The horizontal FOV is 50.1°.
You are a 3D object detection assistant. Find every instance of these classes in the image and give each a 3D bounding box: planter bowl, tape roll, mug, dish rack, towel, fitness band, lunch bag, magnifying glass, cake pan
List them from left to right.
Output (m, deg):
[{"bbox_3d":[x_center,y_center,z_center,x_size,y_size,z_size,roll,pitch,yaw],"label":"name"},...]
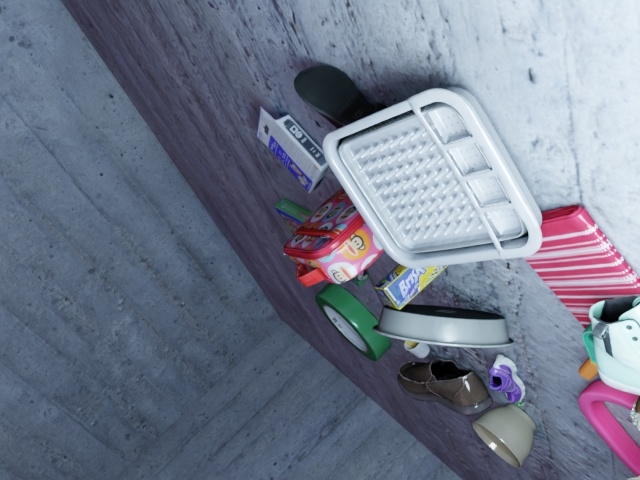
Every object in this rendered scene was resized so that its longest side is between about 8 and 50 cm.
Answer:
[{"bbox_3d":[0.040,-0.002,1.506,0.120,0.258,0.293,49,165,-15],"label":"lunch bag"},{"bbox_3d":[0.116,0.295,2.480,0.321,0.077,0.321,44,165,15],"label":"tape roll"},{"bbox_3d":[0.296,0.314,2.054,0.062,0.078,0.064,-20,126,40],"label":"mug"},{"bbox_3d":[0.174,-0.094,1.072,0.333,0.072,0.285,-12,117,54],"label":"dish rack"},{"bbox_3d":[0.256,0.174,1.430,0.293,0.054,0.293,5,180,0],"label":"cake pan"},{"bbox_3d":[0.500,0.503,1.813,0.162,0.109,0.162,45,167,14],"label":"planter bowl"},{"bbox_3d":[0.411,0.061,1.034,0.275,0.031,0.199,48,164,-8],"label":"towel"},{"bbox_3d":[0.464,0.192,1.131,0.092,0.026,0.231,32,165,20],"label":"magnifying glass"},{"bbox_3d":[0.605,0.383,1.281,0.291,0.054,0.209,51,166,-7],"label":"fitness band"}]

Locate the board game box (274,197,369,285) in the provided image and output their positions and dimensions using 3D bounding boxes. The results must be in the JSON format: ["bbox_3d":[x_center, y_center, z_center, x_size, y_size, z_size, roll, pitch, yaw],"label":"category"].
[{"bbox_3d":[0.000,0.000,2.087,0.317,0.046,0.213,30,158,52],"label":"board game box"}]

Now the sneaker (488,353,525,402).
[{"bbox_3d":[0.435,0.339,1.640,0.068,0.071,0.170,32,160,49],"label":"sneaker"}]

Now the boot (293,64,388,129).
[{"bbox_3d":[0.061,-0.187,1.288,0.263,0.091,0.229,40,164,21],"label":"boot"}]

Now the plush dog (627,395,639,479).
[{"bbox_3d":[0.588,0.364,1.017,0.210,0.262,0.225,15,178,-5],"label":"plush dog"}]

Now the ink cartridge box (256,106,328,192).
[{"bbox_3d":[-0.069,-0.226,1.669,0.208,0.045,0.206,46,166,2],"label":"ink cartridge box"}]

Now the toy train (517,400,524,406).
[{"bbox_3d":[0.485,0.387,1.736,0.083,0.017,0.024,45,156,10],"label":"toy train"}]

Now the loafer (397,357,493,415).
[{"bbox_3d":[0.352,0.393,1.987,0.366,0.134,0.130,2,110,58],"label":"loafer"}]

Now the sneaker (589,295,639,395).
[{"bbox_3d":[0.475,0.149,0.903,0.256,0.094,0.151,7,133,48],"label":"sneaker"}]

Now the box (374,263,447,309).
[{"bbox_3d":[0.195,0.065,1.405,0.059,0.169,0.054,53,166,-13],"label":"box"}]
